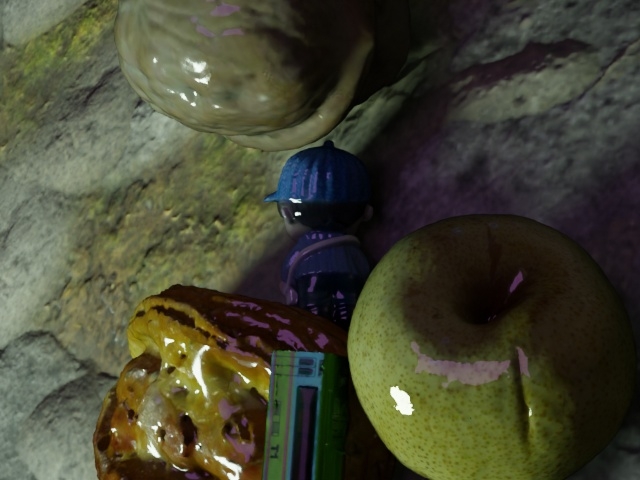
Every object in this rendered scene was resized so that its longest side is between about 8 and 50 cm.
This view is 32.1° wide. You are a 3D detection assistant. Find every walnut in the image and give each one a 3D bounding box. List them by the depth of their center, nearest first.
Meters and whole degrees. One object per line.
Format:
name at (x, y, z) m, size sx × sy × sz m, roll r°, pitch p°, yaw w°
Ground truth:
walnut at (-0.041, -0.165, 0.803) m, size 0.224 × 0.224 × 0.224 m, roll -16°, pitch 62°, yaw 33°

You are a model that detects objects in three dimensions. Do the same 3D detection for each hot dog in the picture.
hot dog at (-0.075, 0.121, 0.765) m, size 0.259 × 0.114 × 0.175 m, roll 10°, pitch 90°, yaw 40°

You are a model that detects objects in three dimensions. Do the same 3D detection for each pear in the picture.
pear at (0.098, 0.065, 0.636) m, size 0.167 × 0.136 × 0.167 m, roll -2°, pitch 44°, yaw 2°

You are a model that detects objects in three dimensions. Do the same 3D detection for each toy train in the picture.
toy train at (-0.009, 0.169, 0.635) m, size 0.042 × 0.044 × 0.209 m, roll 0°, pitch 80°, yaw 22°

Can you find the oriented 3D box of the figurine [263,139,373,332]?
figurine at (0.001, -0.004, 0.792) m, size 0.077 × 0.079 × 0.136 m, roll -2°, pitch 58°, yaw -7°
